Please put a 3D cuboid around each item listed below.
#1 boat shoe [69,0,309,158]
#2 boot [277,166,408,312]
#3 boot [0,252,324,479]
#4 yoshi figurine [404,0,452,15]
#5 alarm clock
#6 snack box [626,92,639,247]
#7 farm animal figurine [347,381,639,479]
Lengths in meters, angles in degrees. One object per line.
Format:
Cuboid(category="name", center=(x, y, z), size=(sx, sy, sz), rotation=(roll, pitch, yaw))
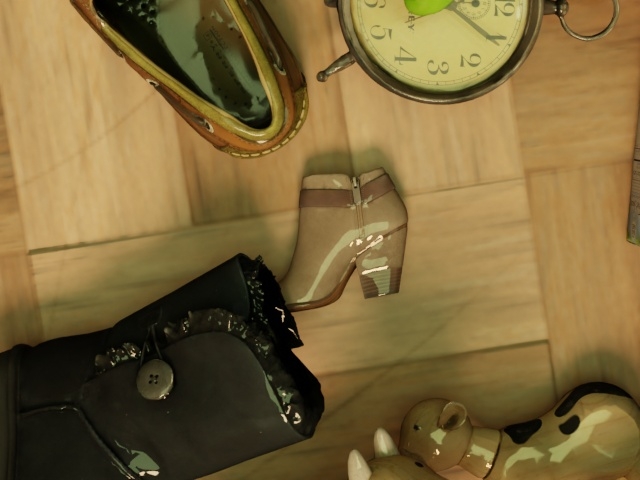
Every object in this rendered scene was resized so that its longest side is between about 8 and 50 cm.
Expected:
Cuboid(category="boat shoe", center=(-0.115, -0.184, 1.237), size=(0.111, 0.104, 0.307), rotation=(-44, 93, 4))
Cuboid(category="boot", center=(0.000, 0.000, 1.288), size=(0.118, 0.042, 0.087), rotation=(-11, 88, 0))
Cuboid(category="boot", center=(-0.099, 0.142, 1.214), size=(0.207, 0.094, 0.246), rotation=(-21, 59, 17))
Cuboid(category="yoshi figurine", center=(0.115, -0.227, 1.170), size=(0.362, 0.203, 0.203), rotation=(24, 111, -6))
Cuboid(category="alarm clock", center=(0.095, -0.151, 1.259), size=(0.192, 0.064, 0.129), rotation=(4, 95, 2))
Cuboid(category="snack box", center=(0.294, -0.090, 1.260), size=(0.174, 0.070, 0.207), rotation=(6, 93, 0))
Cuboid(category="farm animal figurine", center=(0.052, 0.190, 1.216), size=(0.326, 0.330, 0.172), rotation=(-20, 99, 30))
